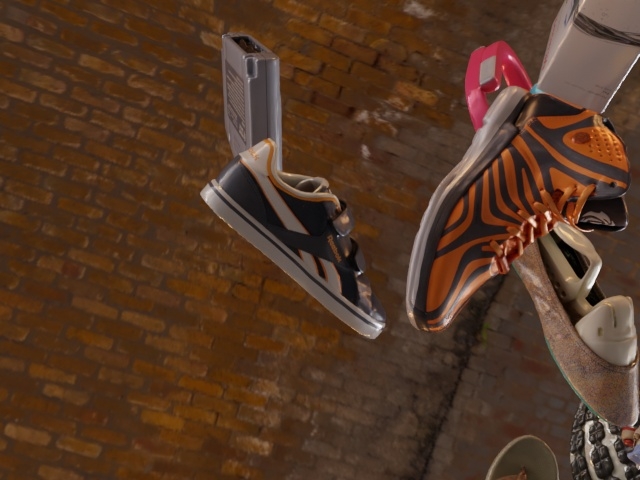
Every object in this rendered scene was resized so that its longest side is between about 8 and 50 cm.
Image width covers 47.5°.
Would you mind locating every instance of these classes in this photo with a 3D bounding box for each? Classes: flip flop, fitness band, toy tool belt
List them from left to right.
[{"bbox_3d":[0.279,0.420,1.113,0.112,0.080,0.277,38,-114,16],"label":"flip flop"},{"bbox_3d":[0.307,-0.203,1.179,0.054,0.290,0.209,-21,-62,31],"label":"fitness band"},{"bbox_3d":[0.338,0.216,0.742,0.052,0.083,0.051,30,-115,-16],"label":"toy tool belt"}]

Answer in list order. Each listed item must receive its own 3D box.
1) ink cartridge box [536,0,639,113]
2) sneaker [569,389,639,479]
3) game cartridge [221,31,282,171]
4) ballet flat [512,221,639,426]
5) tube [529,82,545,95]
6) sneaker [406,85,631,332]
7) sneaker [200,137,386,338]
[{"bbox_3d":[0.304,-0.250,0.744,0.082,0.139,0.190,22,-39,3],"label":"ink cartridge box"},{"bbox_3d":[0.517,0.408,1.108,0.158,0.182,0.410,-30,-112,36],"label":"sneaker"},{"bbox_3d":[-0.111,-0.212,1.151,0.062,0.297,0.198,-9,-65,-12],"label":"game cartridge"},{"bbox_3d":[0.326,0.075,0.919,0.108,0.315,0.106,-6,-32,-32],"label":"ballet flat"},{"bbox_3d":[0.321,-0.125,0.974,0.052,0.207,0.080,24,-41,-32],"label":"tube"},{"bbox_3d":[0.225,-0.025,0.778,0.180,0.124,0.321,22,-107,27],"label":"sneaker"},{"bbox_3d":[0.000,0.000,0.974,0.127,0.126,0.321,-47,-67,2],"label":"sneaker"}]
